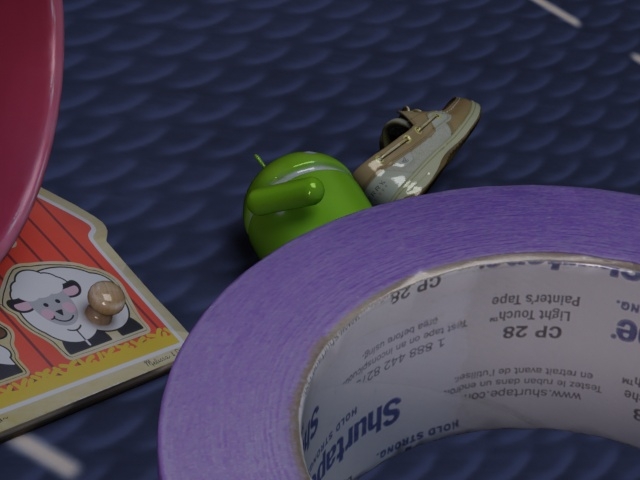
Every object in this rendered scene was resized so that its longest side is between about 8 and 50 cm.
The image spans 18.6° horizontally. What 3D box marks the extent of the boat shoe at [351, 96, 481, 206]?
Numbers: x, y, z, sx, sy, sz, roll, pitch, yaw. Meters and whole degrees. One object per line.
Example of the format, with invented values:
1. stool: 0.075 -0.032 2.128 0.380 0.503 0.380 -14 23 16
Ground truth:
1. boat shoe: 0.058 -0.058 1.175 0.045 0.050 0.135 37 34 2

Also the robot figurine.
1. robot figurine: 0.000 0.000 1.042 0.101 0.067 0.115 33 21 -50

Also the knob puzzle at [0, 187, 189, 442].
1. knob puzzle: -0.173 0.007 0.941 0.213 0.030 0.213 19 35 -14

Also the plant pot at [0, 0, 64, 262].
1. plant pot: -0.234 -0.082 0.864 0.180 0.201 0.201 8 30 16

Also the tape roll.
1. tape roll: 0.082 0.095 0.671 0.275 0.090 0.274 1 38 -1
